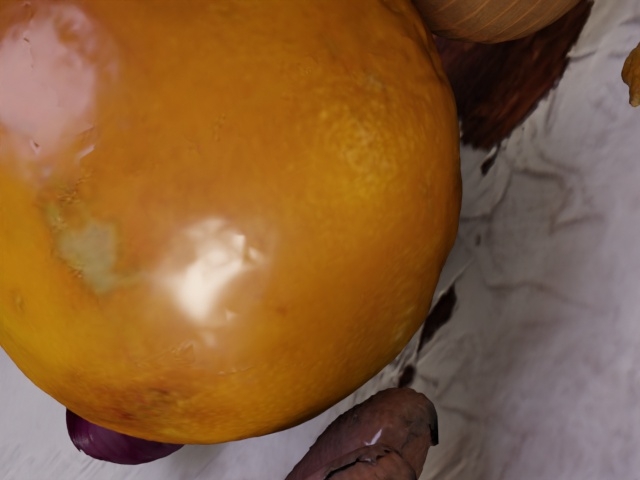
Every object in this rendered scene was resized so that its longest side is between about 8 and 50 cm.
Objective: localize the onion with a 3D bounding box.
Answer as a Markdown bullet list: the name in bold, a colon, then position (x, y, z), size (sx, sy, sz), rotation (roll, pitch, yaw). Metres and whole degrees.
- **onion**: position (-0.120, 0.091, 0.749), size (0.115, 0.104, 0.115), rotation (-32, 34, 25)

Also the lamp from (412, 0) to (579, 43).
- **lamp**: position (0.079, -0.165, 0.562), size (0.136, 0.136, 0.136), rotation (-36, 44, 43)

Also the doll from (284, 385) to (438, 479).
- **doll**: position (-0.068, 0.174, 0.533), size (0.303, 0.156, 0.201), rotation (-58, -8, 19)

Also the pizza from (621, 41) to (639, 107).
- **pizza**: position (0.175, -0.056, 0.419), size (0.161, 0.062, 0.182), rotation (18, 92, 53)

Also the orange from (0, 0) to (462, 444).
- **orange**: position (-0.061, -0.034, 0.535), size (0.261, 0.261, 0.261), rotation (-36, 44, 43)
